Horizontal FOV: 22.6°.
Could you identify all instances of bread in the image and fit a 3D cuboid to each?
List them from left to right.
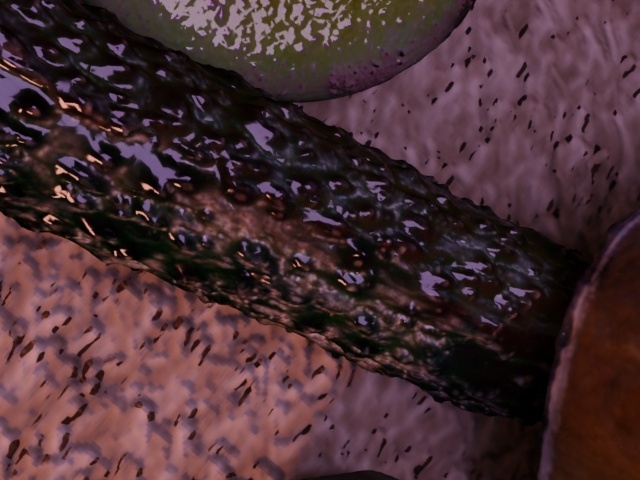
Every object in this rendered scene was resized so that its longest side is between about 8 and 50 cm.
[{"bbox_3d":[-0.014,-0.171,0.685,0.228,0.033,0.229,-1,92,-22],"label":"bread"}]

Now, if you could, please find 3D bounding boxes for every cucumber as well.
[{"bbox_3d":[0.000,0.000,0.671,0.359,0.096,0.096,26,83,-23],"label":"cucumber"}]

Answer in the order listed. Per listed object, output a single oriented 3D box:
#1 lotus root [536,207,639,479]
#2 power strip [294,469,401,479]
[{"bbox_3d":[0.226,0.092,0.684,0.272,0.192,0.272,-11,111,-31],"label":"lotus root"},{"bbox_3d":[0.035,0.238,0.644,0.059,0.193,0.265,-3,95,-20],"label":"power strip"}]
